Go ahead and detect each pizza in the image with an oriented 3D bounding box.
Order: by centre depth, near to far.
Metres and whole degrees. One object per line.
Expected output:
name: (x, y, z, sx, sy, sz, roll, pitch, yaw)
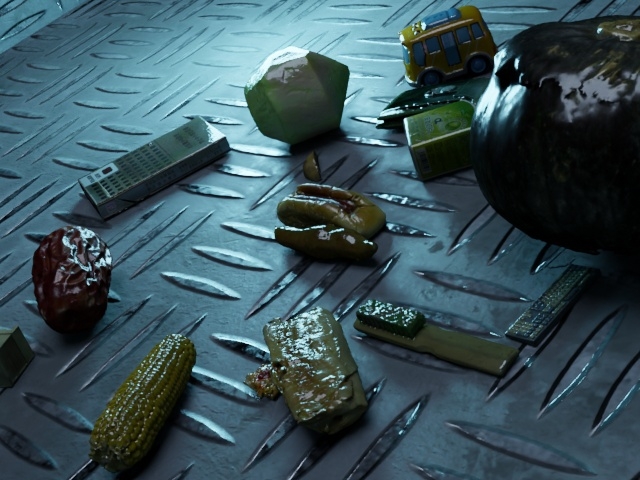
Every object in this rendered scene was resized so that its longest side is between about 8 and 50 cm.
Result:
pizza: (-0.088, 0.212, 1.575, 0.078, 0.025, 0.083, -7, 35, 18)

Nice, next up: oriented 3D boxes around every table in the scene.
table: (-0.570, 0.206, 1.828, 0.062, 0.079, 0.083, -3, 34, 24)

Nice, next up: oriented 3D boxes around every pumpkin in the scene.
pumpkin: (0.441, -0.152, 1.504, 0.454, 0.344, 0.454, -4, 21, 2)

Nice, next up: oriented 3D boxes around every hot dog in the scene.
hot dog: (0.011, -0.059, 1.885, 0.242, 0.073, 0.084, 14, 51, 45)

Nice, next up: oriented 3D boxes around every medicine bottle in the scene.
medicine bottle: (0.260, -0.198, 1.928, 0.188, 0.088, 0.132, -17, 31, 9)

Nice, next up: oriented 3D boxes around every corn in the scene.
corn: (-0.268, 0.245, 1.576, 0.091, 0.091, 0.260, -3, 35, 23)

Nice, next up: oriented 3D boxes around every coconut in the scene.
coconut: (-0.043, -0.317, 2.191, 0.236, 0.236, 0.204, -24, 66, -4)

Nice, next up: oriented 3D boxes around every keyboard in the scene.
keyboard: (0.344, 0.092, 1.508, 0.176, 0.014, 0.055, -40, 33, -28)

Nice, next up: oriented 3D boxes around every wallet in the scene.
wallet: (0.244, -0.286, 2.111, 0.236, 0.055, 0.160, 0, 31, 33)

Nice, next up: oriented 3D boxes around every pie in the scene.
pie: (-0.012, 0.186, 1.525, 0.128, 0.068, 0.282, -18, 31, -4)

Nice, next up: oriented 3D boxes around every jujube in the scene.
jujube: (-0.460, 0.076, 1.902, 0.155, 0.155, 0.230, -22, 40, 0)

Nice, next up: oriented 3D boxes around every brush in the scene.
brush: (0.164, 0.139, 1.519, 0.282, 0.048, 0.054, 15, 47, 42)

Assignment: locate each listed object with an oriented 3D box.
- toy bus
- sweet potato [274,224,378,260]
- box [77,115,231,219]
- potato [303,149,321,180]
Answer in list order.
toy bus: (0.272, -0.425, 2.221, 0.209, 0.136, 0.126, -17, 32, 10)
sweet potato: (0.000, 0.000, 1.812, 0.274, 0.067, 0.067, 10, 43, 44)
box: (-0.377, -0.169, 2.312, 0.325, 0.047, 0.180, -30, 32, -13)
potato: (-0.022, -0.154, 2.083, 0.036, 0.037, 0.093, -22, 32, 8)
